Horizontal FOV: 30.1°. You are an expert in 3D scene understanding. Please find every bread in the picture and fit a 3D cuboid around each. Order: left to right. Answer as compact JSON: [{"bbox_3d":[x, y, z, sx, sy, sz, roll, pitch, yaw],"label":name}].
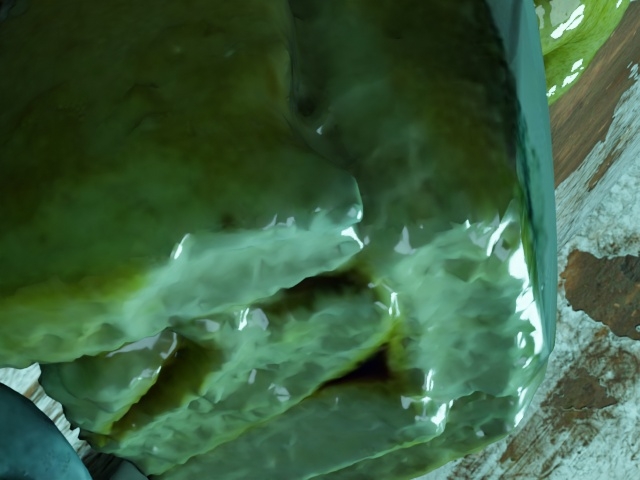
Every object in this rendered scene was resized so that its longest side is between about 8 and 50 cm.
[{"bbox_3d":[0.006,0.003,0.651,0.264,0.239,0.395,-12,145,10],"label":"bread"}]

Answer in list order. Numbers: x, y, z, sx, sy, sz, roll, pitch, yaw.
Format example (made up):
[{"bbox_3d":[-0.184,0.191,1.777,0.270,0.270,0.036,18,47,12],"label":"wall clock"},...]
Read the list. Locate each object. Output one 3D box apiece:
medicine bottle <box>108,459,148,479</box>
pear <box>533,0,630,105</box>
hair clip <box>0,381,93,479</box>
[{"bbox_3d":[-0.143,0.330,1.127,0.306,0.245,0.245,-54,162,-13],"label":"medicine bottle"},{"bbox_3d":[0.086,-0.186,0.775,0.188,0.211,0.228,-19,161,-25],"label":"pear"},{"bbox_3d":[-0.271,0.168,0.549,0.318,0.238,0.392,-42,159,-33],"label":"hair clip"}]
